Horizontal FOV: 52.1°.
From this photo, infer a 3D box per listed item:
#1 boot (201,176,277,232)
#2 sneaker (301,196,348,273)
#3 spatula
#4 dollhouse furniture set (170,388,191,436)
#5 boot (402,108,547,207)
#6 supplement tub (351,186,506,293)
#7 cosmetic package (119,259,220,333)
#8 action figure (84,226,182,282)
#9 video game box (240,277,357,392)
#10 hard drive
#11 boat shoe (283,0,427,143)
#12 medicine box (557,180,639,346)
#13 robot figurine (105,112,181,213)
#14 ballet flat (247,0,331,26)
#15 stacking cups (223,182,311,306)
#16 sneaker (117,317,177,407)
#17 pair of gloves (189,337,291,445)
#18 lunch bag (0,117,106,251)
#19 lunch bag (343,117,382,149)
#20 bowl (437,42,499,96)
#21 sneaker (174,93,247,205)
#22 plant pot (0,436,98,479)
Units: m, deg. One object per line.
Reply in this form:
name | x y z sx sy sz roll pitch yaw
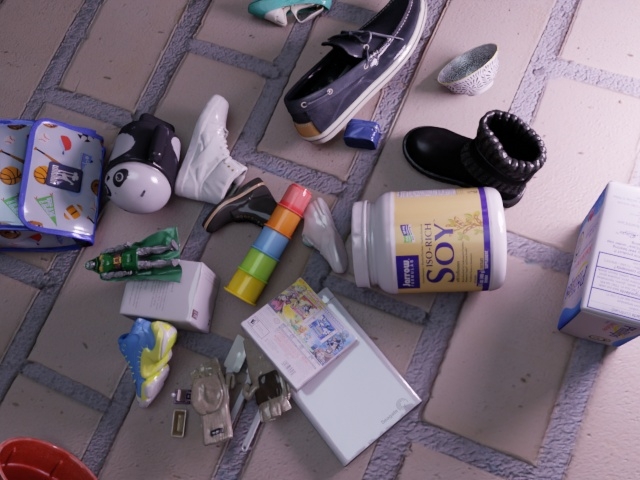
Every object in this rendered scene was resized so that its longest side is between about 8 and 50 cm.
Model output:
boot | -0.194 -0.055 1.695 0.198 0.077 0.137 -40 76 -3
sneaker | 0.000 0.000 1.651 0.094 0.080 0.212 -26 63 13
spatula | -0.183 0.368 1.563 0.168 0.019 0.241 23 87 21
dollhouse furniture set | -0.325 0.412 1.565 0.091 0.081 0.114 1 73 10
boot | 0.355 -0.222 1.553 0.348 0.260 0.131 25 79 15
supplement tub | 0.247 0.002 1.514 0.332 0.241 0.240 -3 73 8
cosmetic package | -0.367 0.135 1.621 0.184 0.151 0.151 6 73 10
action figure | -0.450 0.048 1.554 0.232 0.063 0.137 -9 73 10
video game box | -0.051 0.217 1.527 0.187 0.048 0.205 -37 70 -18
hard drive | 0.037 0.317 1.554 0.233 0.047 0.353 -39 72 -4
boat shoe | 0.093 -0.479 1.707 0.500 0.156 0.187 -49 37 -5
medicine box | 0.639 0.060 1.419 0.149 0.263 0.289 16 76 14
robot figurine | -0.462 -0.201 1.708 0.174 0.209 0.278 0 55 5
ballet flat | -0.085 -0.657 1.858 0.248 0.083 0.087 -12 86 8
stacking cups | -0.121 0.008 1.641 0.096 0.096 0.316 28 82 16
sneaker | -0.428 0.285 1.578 0.126 0.091 0.240 24 109 8
pair of gloves | -0.187 0.347 1.532 0.240 0.042 0.204 -26 63 5
lunch bag | -0.782 -0.145 1.740 0.386 0.239 0.327 2 72 -7
lunch bag | 0.113 -0.282 1.713 0.099 0.067 0.065 10 75 13
bowl | 0.396 -0.426 1.690 0.170 0.170 0.080 -39 115 -4
sneaker | -0.260 -0.234 1.747 0.169 0.108 0.292 18 87 12
plant pot | -0.682 0.636 1.476 0.272 0.272 0.265 37 90 17
